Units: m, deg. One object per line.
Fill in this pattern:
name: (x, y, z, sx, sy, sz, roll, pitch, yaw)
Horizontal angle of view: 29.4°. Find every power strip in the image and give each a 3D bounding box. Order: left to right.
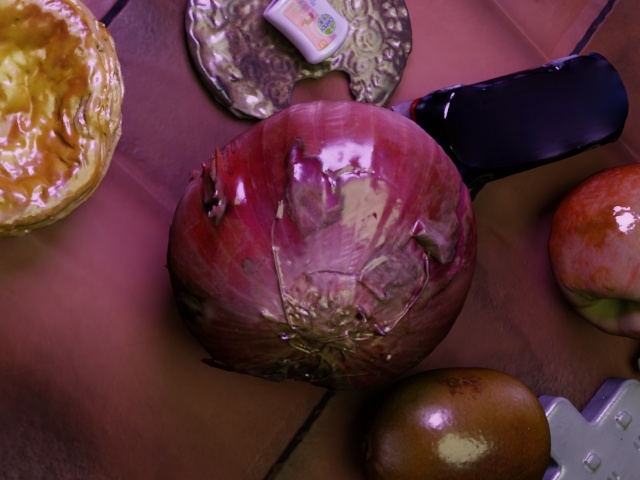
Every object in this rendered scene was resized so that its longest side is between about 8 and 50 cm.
power strip: (0.348, 0.291, 1.635, 0.193, 0.059, 0.265, 47, 73, -17)

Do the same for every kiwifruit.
kiwifruit: (0.158, 0.247, 1.476, 0.234, 0.196, 0.196, 6, 87, -26)

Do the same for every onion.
onion: (0.000, 0.008, 1.344, 0.353, 0.353, 0.354, 0, 89, -24)

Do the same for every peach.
peach: (0.426, -0.004, 1.590, 0.232, 0.232, 0.257, 40, 65, -19)

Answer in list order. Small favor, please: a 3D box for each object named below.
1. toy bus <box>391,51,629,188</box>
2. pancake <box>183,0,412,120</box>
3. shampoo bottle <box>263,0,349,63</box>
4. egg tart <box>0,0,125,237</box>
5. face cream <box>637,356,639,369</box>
toy bus: (0.232, -0.148, 1.538, 0.302, 0.147, 0.127, -18, 96, -26)
pancake: (-0.021, -0.258, 1.490, 0.286, 0.033, 0.288, 44, 73, -19)
shampoo bottle: (-0.012, -0.258, 1.452, 0.099, 0.043, 0.072, 45, 74, -18)
egg tart: (-0.351, -0.144, 1.293, 0.295, 0.116, 0.295, -1, 92, -25)
face cream: (0.605, 0.085, 1.707, 0.369, 0.145, 0.145, -33, 103, -22)
